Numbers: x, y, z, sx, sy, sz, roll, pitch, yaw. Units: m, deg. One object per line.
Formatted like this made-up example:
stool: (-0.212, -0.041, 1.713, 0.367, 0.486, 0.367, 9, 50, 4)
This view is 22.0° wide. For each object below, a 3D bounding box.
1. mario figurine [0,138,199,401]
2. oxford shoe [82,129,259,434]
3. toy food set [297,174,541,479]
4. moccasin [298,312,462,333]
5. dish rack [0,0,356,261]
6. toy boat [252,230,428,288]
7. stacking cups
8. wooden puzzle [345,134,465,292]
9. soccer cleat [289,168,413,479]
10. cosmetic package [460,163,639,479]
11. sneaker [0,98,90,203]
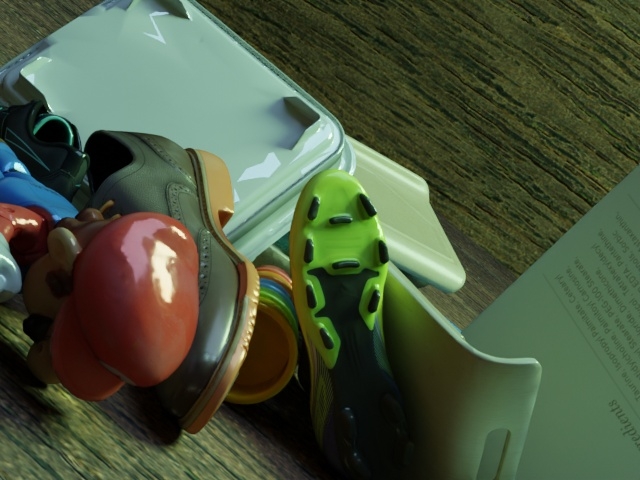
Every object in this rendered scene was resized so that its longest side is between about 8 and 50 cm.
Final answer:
mario figurine: (-0.223, 0.029, 1.234, 0.198, 0.170, 0.320, -19, 37, -35)
oxford shoe: (-0.143, 0.026, 1.388, 0.133, 0.130, 0.363, 24, 23, -25)
toy food set: (0.088, 0.110, 1.552, 0.092, 0.219, 0.306, -14, 41, -30)
moccasin: (0.073, 0.109, 1.848, 0.342, 0.117, 0.138, 37, -1, -45)
dish rack: (-0.154, -0.125, 1.672, 0.333, 0.285, 0.072, 40, -31, 18)
toy boat: (0.000, 0.000, 1.977, 0.318, 0.148, 0.267, 32, 11, -32)
stacking cups: (-0.055, 0.073, 1.590, 0.096, 0.096, 0.316, 38, 10, -2)
wooden puzzle: (0.055, -0.043, 1.937, 0.221, 0.044, 0.238, 28, 24, -22)
soccer cleat: (0.014, 0.079, 1.477, 0.093, 0.289, 0.121, -13, 9, -20)
cosmetic package: (0.382, 0.176, 1.710, 0.329, 0.394, 0.327, 30, 22, -41)
sneaker: (-0.262, -0.077, 1.500, 0.101, 0.106, 0.267, 30, 11, -30)
